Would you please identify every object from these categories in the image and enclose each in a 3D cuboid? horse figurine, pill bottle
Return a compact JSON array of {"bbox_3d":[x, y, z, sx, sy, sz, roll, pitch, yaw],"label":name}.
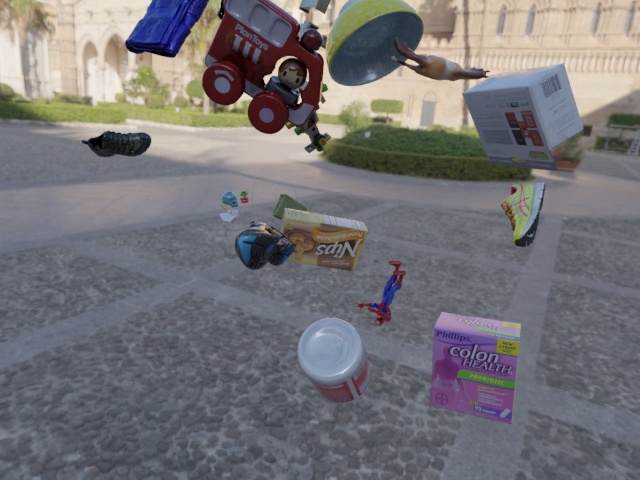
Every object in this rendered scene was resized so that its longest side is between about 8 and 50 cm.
[{"bbox_3d":[0.306,-0.472,1.201,0.263,0.066,0.174,-2,33,-37],"label":"horse figurine"},{"bbox_3d":[0.066,0.470,1.664,0.229,0.408,0.229,-6,55,9],"label":"pill bottle"}]

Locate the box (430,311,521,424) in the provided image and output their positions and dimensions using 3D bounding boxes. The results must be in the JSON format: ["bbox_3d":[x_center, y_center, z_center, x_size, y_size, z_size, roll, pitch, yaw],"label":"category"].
[{"bbox_3d":[0.423,0.342,1.220,0.213,0.243,0.117,6,15,24],"label":"box"}]

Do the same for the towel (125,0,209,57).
[{"bbox_3d":[-0.493,-0.740,1.447,0.227,0.308,0.076,17,-16,26],"label":"towel"}]

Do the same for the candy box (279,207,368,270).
[{"bbox_3d":[0.000,0.000,1.684,0.316,0.183,0.087,9,28,-15],"label":"candy box"}]

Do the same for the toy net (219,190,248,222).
[{"bbox_3d":[-0.377,-0.140,1.946,0.122,0.045,0.232,3,42,-8],"label":"toy net"}]

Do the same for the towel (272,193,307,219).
[{"bbox_3d":[-0.128,-0.125,1.878,0.148,0.110,0.027,27,-6,-35],"label":"towel"}]

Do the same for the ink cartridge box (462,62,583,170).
[{"bbox_3d":[0.617,-0.370,1.368,0.130,0.272,0.309,-33,22,-6],"label":"ink cartridge box"}]

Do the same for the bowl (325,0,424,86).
[{"bbox_3d":[0.132,-0.599,1.278,0.289,0.156,0.289,-20,-15,-5],"label":"bowl"}]

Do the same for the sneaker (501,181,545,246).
[{"bbox_3d":[0.498,-0.066,1.118,0.094,0.081,0.208,11,51,27],"label":"sneaker"}]

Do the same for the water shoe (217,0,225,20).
[{"bbox_3d":[-0.324,-0.907,1.665,0.073,0.203,0.080,35,52,-8],"label":"water shoe"}]

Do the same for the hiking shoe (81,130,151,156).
[{"bbox_3d":[-0.732,-0.351,1.613,0.227,0.086,0.114,-10,-3,3],"label":"hiking shoe"}]

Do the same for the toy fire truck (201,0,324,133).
[{"bbox_3d":[-0.125,-0.427,1.080,0.302,0.254,0.169,31,36,-11],"label":"toy fire truck"}]

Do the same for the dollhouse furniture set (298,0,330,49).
[{"bbox_3d":[0.077,-0.901,1.842,0.303,0.286,0.198,18,17,-29],"label":"dollhouse furniture set"}]

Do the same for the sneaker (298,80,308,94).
[{"bbox_3d":[-0.087,-0.561,1.599,0.158,0.061,0.065,34,-21,-32],"label":"sneaker"}]

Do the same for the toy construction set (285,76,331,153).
[{"bbox_3d":[-0.047,-0.527,1.939,0.257,0.237,0.309,10,58,40],"label":"toy construction set"}]

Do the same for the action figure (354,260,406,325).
[{"bbox_3d":[0.210,0.206,1.627,0.139,0.280,0.091,1,34,-9],"label":"action figure"}]

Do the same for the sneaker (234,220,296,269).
[{"bbox_3d":[-0.199,0.008,1.395,0.139,0.125,0.341,39,4,14],"label":"sneaker"}]
